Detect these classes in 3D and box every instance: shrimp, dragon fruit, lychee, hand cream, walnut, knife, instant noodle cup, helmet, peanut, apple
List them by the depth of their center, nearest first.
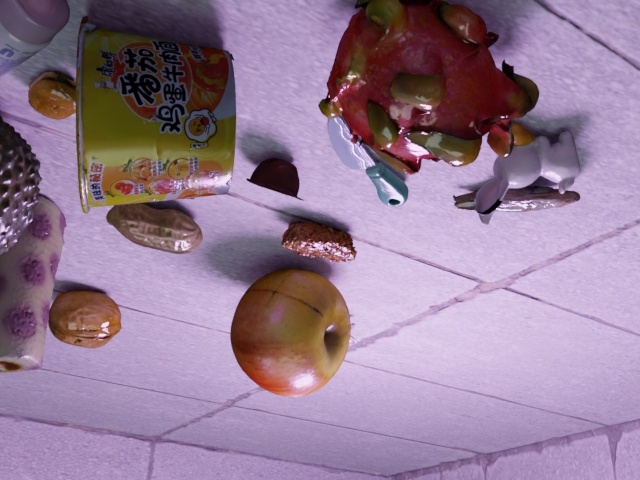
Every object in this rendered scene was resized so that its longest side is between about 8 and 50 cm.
[{"bbox_3d":[0.146,-0.206,0.972,0.307,0.243,0.227,-23,155,-55],"label":"dragon fruit"},{"bbox_3d":[-0.437,-0.261,1.001,0.248,0.133,0.083,-25,99,34],"label":"hand cream"},{"bbox_3d":[-0.227,-0.162,1.024,0.200,0.264,0.264,1,153,-14],"label":"instant noodle cup"},{"bbox_3d":[-0.583,-0.086,1.176,0.255,0.255,0.274,20,113,-32],"label":"lychee"},{"bbox_3d":[0.074,-0.137,1.282,0.063,0.034,0.260,-10,144,34],"label":"knife"},{"bbox_3d":[-0.071,-0.113,1.296,0.111,0.057,0.089,17,-175,-37],"label":"helmet"},{"bbox_3d":[0.348,-0.074,1.325,0.224,0.047,0.126,-2,-178,17],"label":"shrimp"},{"bbox_3d":[-0.319,-0.026,1.440,0.194,0.083,0.093,18,161,-31],"label":"peanut"},{"bbox_3d":[-0.069,0.202,1.660,0.233,0.285,0.286,5,157,33],"label":"apple"},{"bbox_3d":[-0.576,0.191,1.811,0.180,0.144,0.144,19,149,-13],"label":"walnut"}]

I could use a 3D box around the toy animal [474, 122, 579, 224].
[{"bbox_3d":[0.330,-0.114,1.214,0.182,0.127,0.131,-13,157,3],"label":"toy animal"}]

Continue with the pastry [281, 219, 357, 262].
[{"bbox_3d":[0.002,-0.001,1.506,0.170,0.063,0.087,15,159,-33],"label":"pastry"}]

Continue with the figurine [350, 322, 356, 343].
[{"bbox_3d":[-0.032,0.228,1.878,0.236,0.127,0.155,-7,141,5],"label":"figurine"}]

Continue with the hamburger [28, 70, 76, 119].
[{"bbox_3d":[-0.404,-0.219,1.126,0.076,0.044,0.083,23,143,-36],"label":"hamburger"}]

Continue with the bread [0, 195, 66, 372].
[{"bbox_3d":[-0.601,0.082,1.392,0.187,0.338,0.155,-5,152,7],"label":"bread"}]
